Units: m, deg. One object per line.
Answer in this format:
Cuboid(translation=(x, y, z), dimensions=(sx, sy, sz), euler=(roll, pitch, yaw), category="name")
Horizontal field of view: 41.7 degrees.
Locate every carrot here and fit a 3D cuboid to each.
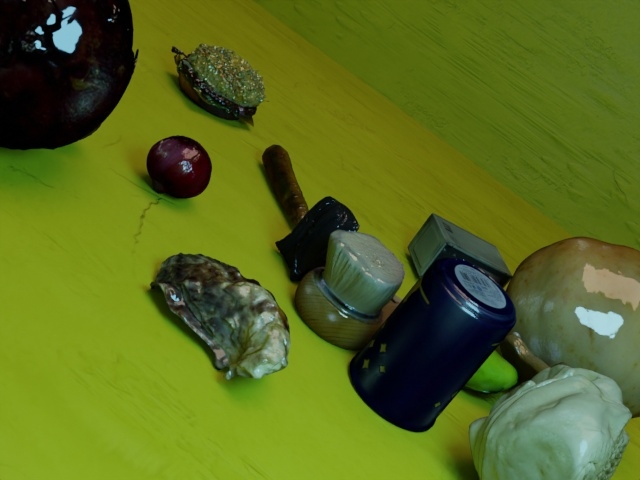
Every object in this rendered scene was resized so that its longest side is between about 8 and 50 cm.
Cuboid(translation=(-0.072, -0.117, 1.893), dimensions=(0.066, 0.066, 0.314), euler=(20, 28, -31), category="carrot")

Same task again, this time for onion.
Cuboid(translation=(-0.267, -0.137, 1.585), dimensions=(0.131, 0.131, 0.131), euler=(29, 22, -13), category="onion")

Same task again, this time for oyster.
Cuboid(translation=(-0.141, 0.098, 1.304), dimensions=(0.271, 0.101, 0.275), euler=(22, 24, 11), category="oyster")

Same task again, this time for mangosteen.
Cuboid(translation=(-0.490, -0.311, 1.352), dimensions=(0.380, 0.421, 0.381), euler=(8, 68, -20), category="mangosteen")

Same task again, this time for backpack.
Cuboid(translation=(0.002, 0.001, 1.621), dimensions=(0.105, 0.165, 0.120), euler=(30, 24, -39), category="backpack")

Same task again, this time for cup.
Cuboid(translation=(0.181, 0.143, 1.429), dimensions=(0.178, 0.256, 0.255), euler=(20, 28, -28), category="cup")

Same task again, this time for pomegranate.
Cuboid(translation=(0.561, 0.204, 1.749), dimensions=(0.411, 0.412, 0.411), euler=(29, 22, -13), category="pomegranate")

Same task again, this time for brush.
Cuboid(translation=(0.088, 0.092, 1.552), dimensions=(0.266, 0.166, 0.174), euler=(11, 32, -50), category="brush")

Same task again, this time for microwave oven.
Cuboid(translation=(0.329, 0.055, 2.016), dimensions=(0.204, 0.129, 0.163), euler=(26, 25, -19), category="microwave oven")

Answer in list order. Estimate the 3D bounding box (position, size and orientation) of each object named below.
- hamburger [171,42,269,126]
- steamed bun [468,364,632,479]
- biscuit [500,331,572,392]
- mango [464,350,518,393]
Cuboid(translation=(-0.255, -0.411, 2.139), dimensions=(0.261, 0.139, 0.243), euler=(13, 30, -44), category="hamburger")
Cuboid(translation=(0.363, 0.321, 1.348), dimensions=(0.203, 0.276, 0.289), euler=(34, 30, 29), category="steamed bun")
Cuboid(translation=(0.449, 0.302, 1.564), dimensions=(0.049, 0.197, 0.301), euler=(-25, 28, -17), category="biscuit")
Cuboid(translation=(0.275, 0.219, 1.625), dimensions=(0.232, 0.111, 0.125), euler=(30, 28, -6), category="mango")
